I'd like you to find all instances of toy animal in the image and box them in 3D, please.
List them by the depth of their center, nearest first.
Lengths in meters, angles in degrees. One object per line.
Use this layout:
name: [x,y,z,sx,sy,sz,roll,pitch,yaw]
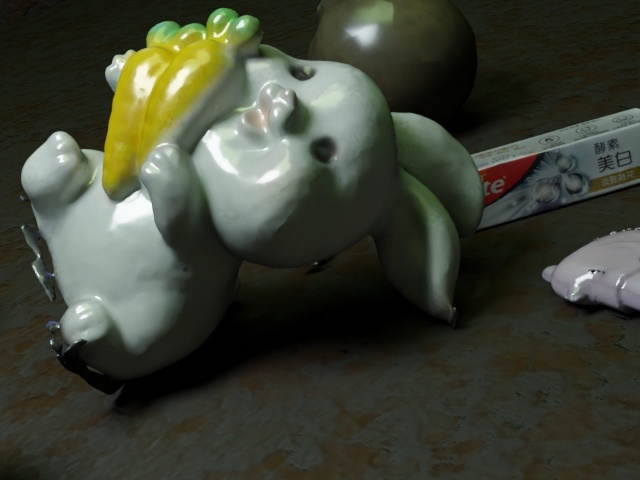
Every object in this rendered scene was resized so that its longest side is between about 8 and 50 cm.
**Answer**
toy animal: [-0.053,-0.024,0.927,0.310,0.247,0.183,-27,37,11]

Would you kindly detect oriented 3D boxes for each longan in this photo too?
longan: [0.070,-0.184,1.296,0.189,0.189,0.189,-13,22,5]

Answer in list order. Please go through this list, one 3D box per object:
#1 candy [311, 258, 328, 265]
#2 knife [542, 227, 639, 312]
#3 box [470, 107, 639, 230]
candy: [0.001,0.000,1.091,0.030,0.020,0.083,-11,23,15]
knife: [0.281,0.050,0.763,0.132,0.038,0.398,-22,21,-22]
box: [0.170,-0.052,1.060,0.218,0.055,0.039,-15,20,-1]
